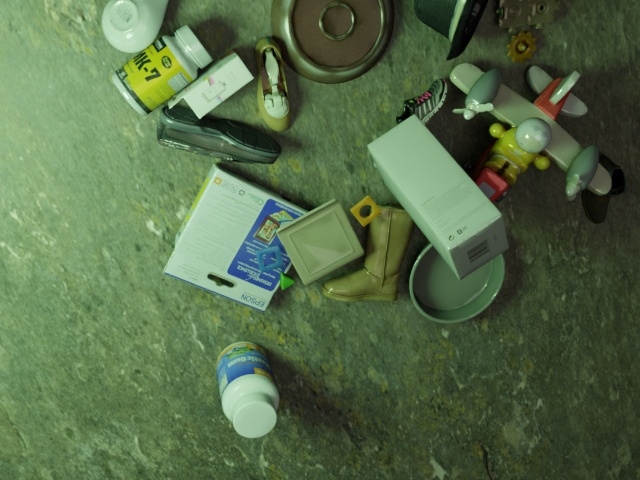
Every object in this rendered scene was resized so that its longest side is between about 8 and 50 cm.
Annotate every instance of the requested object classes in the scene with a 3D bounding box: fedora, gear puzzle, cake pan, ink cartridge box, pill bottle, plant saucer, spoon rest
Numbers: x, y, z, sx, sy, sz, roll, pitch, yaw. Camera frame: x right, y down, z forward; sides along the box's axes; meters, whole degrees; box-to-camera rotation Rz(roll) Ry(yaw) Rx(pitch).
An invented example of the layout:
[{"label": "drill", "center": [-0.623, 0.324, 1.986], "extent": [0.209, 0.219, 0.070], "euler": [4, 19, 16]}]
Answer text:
[{"label": "fedora", "center": [0.312, -0.595, 1.633], "extent": [0.153, 0.334, 0.334], "euler": [24, 106, 10]}, {"label": "gear puzzle", "center": [0.520, -0.619, 1.779], "extent": [0.176, 0.044, 0.338], "euler": [-11, 117, -11]}, {"label": "cake pan", "center": [0.387, 0.099, 2.028], "extent": [0.293, 0.054, 0.293], "euler": [-5, 113, -12]}, {"label": "ink cartridge box", "center": [-0.259, -0.356, 1.644], "extent": [0.198, 0.115, 0.067], "euler": [-35, 116, 3]}, {"label": "pill bottle", "center": [-0.358, -0.390, 1.603], "extent": [0.208, 0.119, 0.119], "euler": [-37, 116, 2]}, {"label": "pill bottle", "center": [-0.193, 0.399, 1.882], "extent": [0.152, 0.272, 0.152], "euler": [-5, 113, -13]}, {"label": "plant saucer", "center": [0.036, -0.528, 1.687], "extent": [0.311, 0.050, 0.310], "euler": [-5, 112, -12]}, {"label": "spoon rest", "center": [-0.381, -0.542, 1.553], "extent": [0.137, 0.084, 0.276], "euler": [40, 105, 6]}, {"label": "ink cartridge box", "center": [-0.209, -0.001, 1.830], "extent": [0.304, 0.072, 0.307], "euler": [25, 105, -24]}]

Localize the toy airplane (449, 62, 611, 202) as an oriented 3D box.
[{"label": "toy airplane", "center": [0.537, -0.277, 1.789], "extent": [0.386, 0.272, 0.384], "euler": [-6, 94, 3]}]

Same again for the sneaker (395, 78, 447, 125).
[{"label": "sneaker", "center": [0.255, -0.348, 1.805], "extent": [0.075, 0.063, 0.170], "euler": [28, 107, -29]}]

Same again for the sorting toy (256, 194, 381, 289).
[{"label": "sorting toy", "center": [0.000, 0.000, 1.829], "extent": [0.348, 0.047, 0.196], "euler": [-28, 119, -2]}]

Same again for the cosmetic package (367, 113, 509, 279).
[{"label": "cosmetic package", "center": [0.285, -0.108, 1.725], "extent": [0.155, 0.365, 0.197], "euler": [-33, 150, 2]}]

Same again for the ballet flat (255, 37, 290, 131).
[{"label": "ballet flat", "center": [-0.117, -0.368, 1.698], "extent": [0.080, 0.073, 0.232], "euler": [-14, 115, -8]}]

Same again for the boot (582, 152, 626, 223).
[{"label": "boot", "center": [0.811, -0.134, 2.010], "extent": [0.082, 0.106, 0.219], "euler": [-15, 114, -8]}]

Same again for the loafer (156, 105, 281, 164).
[{"label": "loafer", "center": [-0.249, -0.240, 1.715], "extent": [0.303, 0.109, 0.095], "euler": [17, 126, -14]}]

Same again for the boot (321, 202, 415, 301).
[{"label": "boot", "center": [0.131, 0.029, 1.923], "extent": [0.236, 0.089, 0.269], "euler": [1, 110, -21]}]
